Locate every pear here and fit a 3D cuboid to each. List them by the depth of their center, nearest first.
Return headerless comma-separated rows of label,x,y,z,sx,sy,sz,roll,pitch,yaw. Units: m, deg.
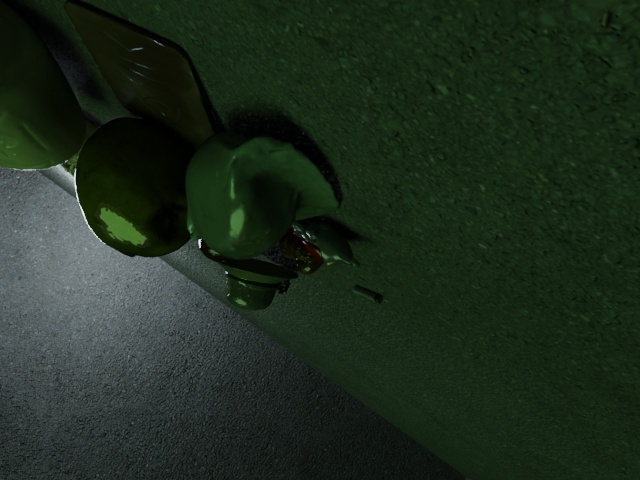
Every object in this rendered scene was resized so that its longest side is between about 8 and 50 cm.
pear,-0.400,-0.134,1.245,0.375,0.287,0.287,51,176,39

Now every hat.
hat,-0.200,0.129,1.604,0.257,0.130,0.257,14,-175,-1

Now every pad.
pad,-0.318,-0.290,1.043,0.287,0.018,0.284,29,158,20

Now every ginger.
ginger,-0.046,0.015,1.294,0.162,0.073,0.103,36,151,42

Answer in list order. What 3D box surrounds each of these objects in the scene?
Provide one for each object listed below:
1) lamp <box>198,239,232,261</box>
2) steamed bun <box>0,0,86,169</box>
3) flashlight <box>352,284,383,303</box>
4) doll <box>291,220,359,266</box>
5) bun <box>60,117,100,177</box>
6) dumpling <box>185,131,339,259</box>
lamp,-0.244,-0.015,1.484,0.157,0.156,0.134,-11,94,28
steamed bun,-0.768,-0.350,1.246,0.456,0.289,0.371,12,158,3
flashlight,0.116,0.133,1.386,0.083,0.018,0.018,20,158,41
doll,0.000,0.000,1.156,0.227,0.075,0.102,32,180,42
bun,-0.670,-0.247,1.623,0.244,0.153,0.244,36,164,12
dumpling,-0.132,-0.061,1.020,0.270,0.211,0.321,42,170,-29
